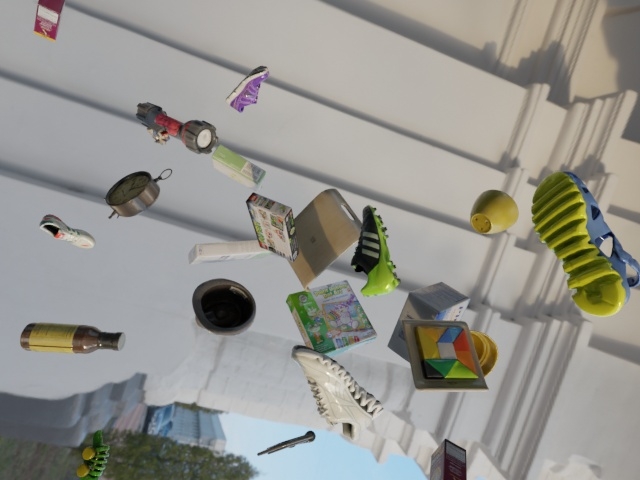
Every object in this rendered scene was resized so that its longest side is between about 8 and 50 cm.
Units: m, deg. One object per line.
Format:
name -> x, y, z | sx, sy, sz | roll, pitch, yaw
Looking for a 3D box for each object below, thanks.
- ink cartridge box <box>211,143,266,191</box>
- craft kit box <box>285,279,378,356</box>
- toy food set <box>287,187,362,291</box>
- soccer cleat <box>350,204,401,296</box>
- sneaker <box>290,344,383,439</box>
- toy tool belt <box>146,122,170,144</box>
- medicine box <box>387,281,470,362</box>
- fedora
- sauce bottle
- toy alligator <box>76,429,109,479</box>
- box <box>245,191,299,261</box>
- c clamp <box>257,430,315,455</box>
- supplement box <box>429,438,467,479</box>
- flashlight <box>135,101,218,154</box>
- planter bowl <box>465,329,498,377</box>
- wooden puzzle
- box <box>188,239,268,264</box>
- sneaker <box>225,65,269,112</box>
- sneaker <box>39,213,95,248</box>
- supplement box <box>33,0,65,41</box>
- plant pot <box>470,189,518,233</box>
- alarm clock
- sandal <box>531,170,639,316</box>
ink cartridge box -> -0.277, -0.226, 1.372 | 0.056, 0.171, 0.235 | -62, -173, -13
craft kit box -> 0.038, 0.276, 1.426 | 0.246, 0.250, 0.060 | 59, -34, 31
toy food set -> 0.000, 0.000, 1.368 | 0.306, 0.092, 0.219 | -44, -117, 22
soccer cleat -> 0.084, 0.013, 0.693 | 0.060, 0.072, 0.178 | 51, 25, -50
sneaker -> 0.027, 0.361, 0.954 | 0.118, 0.292, 0.110 | -49, -162, -19
toy tool belt -> -0.455, -0.299, 1.153 | 0.052, 0.083, 0.051 | -43, 148, -26
medicine box -> 0.446, 0.334, 1.651 | 0.149, 0.289, 0.263 | 32, -65, 37
fedora -> -0.391, 0.277, 1.577 | 0.124, 0.276, 0.243 | -44, -108, 38
sauce bottle -> -0.927, 0.374, 1.525 | 0.111, 0.345, 0.111 | -174, -90, -85
toy alligator -> -0.560, 0.572, 0.989 | 0.056, 0.052, 0.189 | 62, 36, -65
box -> -0.120, -0.029, 1.047 | 0.036, 0.114, 0.207 | -57, 161, -28
c clamp -> -0.061, 0.420, 0.839 | 0.160, 0.137, 0.022 | 123, -43, -53
supplement box -> 0.406, 0.750, 1.285 | 0.104, 0.081, 0.188 | -66, 171, 24
flashlight -> -0.465, -0.366, 1.277 | 0.103, 0.304, 0.103 | -24, 137, -55
planter bowl -> 0.472, 0.371, 1.357 | 0.090, 0.217, 0.217 | -93, -157, -70
wooden puzzle -> 0.367, 0.332, 1.200 | 0.044, 0.221, 0.238 | 104, -14, -45
box -> -0.366, 0.047, 1.667 | 0.232, 0.322, 0.058 | -22, -107, 63
sneaker -> -0.195, -0.426, 1.139 | 0.170, 0.071, 0.068 | -28, -148, 40
sneaker -> -0.780, -0.015, 1.236 | 0.057, 0.161, 0.075 | -48, -152, 8
supplement box -> -0.590, -0.488, 0.876 | 0.083, 0.043, 0.054 | -32, -128, 44
plant pot -> 0.505, -0.072, 1.206 | 0.095, 0.134, 0.134 | -34, 170, -31
alarm clock -> -0.469, -0.129, 1.052 | 0.192, 0.064, 0.129 | -36, -134, -6
sandal -> 0.561, -0.002, 0.851 | 0.126, 0.138, 0.317 | 135, -55, -60
